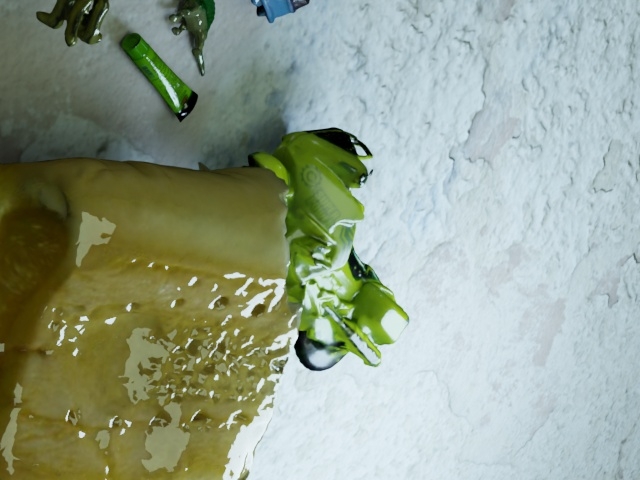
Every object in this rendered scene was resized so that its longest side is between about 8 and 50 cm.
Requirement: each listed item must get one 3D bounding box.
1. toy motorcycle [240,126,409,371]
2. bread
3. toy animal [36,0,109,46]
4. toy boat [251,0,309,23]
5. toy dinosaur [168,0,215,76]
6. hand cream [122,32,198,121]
[{"bbox_3d":[-0.002,-0.001,1.700,0.206,0.142,0.342,-40,135,-11],"label":"toy motorcycle"},{"bbox_3d":[-0.242,0.073,1.430,0.394,0.250,0.361,7,103,-44],"label":"bread"},{"bbox_3d":[-0.212,-0.261,1.319,0.073,0.181,0.136,14,116,-29],"label":"toy animal"},{"bbox_3d":[-0.072,-0.304,1.479,0.223,0.097,0.100,69,17,-61],"label":"toy boat"},{"bbox_3d":[-0.123,-0.221,1.538,0.060,0.029,0.119,-52,144,-34],"label":"toy dinosaur"},{"bbox_3d":[-0.163,-0.168,1.527,0.036,0.023,0.122,-61,142,-16],"label":"hand cream"}]
